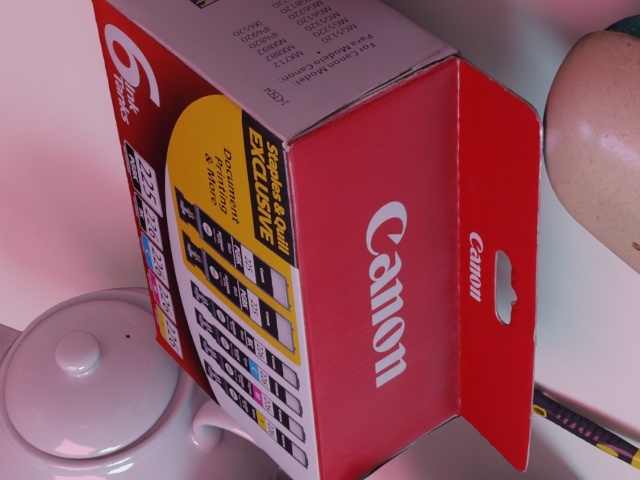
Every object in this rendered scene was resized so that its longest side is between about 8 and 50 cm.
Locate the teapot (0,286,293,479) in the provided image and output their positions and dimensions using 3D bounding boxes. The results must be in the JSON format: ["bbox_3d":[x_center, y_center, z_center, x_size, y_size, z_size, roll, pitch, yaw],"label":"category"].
[{"bbox_3d":[-0.151,0.130,1.226,0.187,0.256,0.252,74,176,-55],"label":"teapot"}]

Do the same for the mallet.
[{"bbox_3d":[0.224,0.146,1.106,0.189,0.039,0.062,33,144,17],"label":"mallet"}]

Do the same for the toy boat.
[{"bbox_3d":[0.247,-0.042,0.789,0.267,0.148,0.318,39,168,6],"label":"toy boat"}]

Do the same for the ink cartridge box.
[{"bbox_3d":[0.000,0.000,1.003,0.272,0.130,0.309,40,148,38],"label":"ink cartridge box"}]
